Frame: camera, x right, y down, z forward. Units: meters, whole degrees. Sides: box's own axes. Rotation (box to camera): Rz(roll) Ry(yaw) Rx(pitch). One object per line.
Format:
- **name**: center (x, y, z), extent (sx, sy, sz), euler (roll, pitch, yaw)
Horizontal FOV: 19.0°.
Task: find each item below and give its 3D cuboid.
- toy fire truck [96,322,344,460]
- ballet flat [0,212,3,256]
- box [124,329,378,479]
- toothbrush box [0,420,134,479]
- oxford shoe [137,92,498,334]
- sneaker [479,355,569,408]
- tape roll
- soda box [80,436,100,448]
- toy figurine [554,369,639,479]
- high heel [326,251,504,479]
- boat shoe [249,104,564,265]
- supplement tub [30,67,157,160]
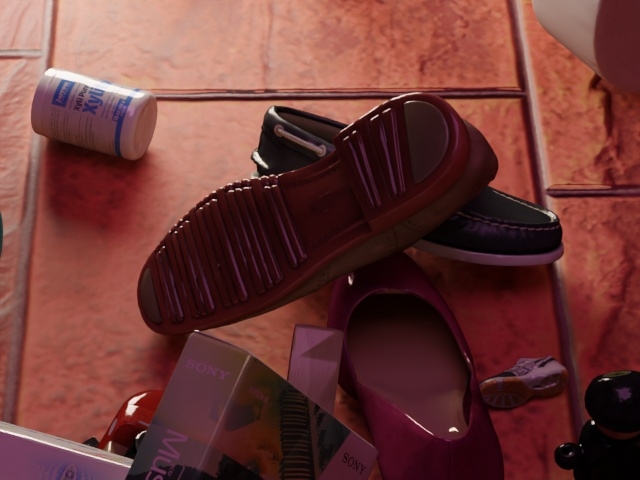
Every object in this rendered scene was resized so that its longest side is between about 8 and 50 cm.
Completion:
- **toy fire truck**: center (-0.066, 0.170, 1.510), extent (0.217, 0.158, 0.246), euler (26, 26, -12)
- **ballet flat**: center (-0.400, 0.131, 1.560), extent (0.182, 0.164, 0.483), euler (-17, 42, 24)
- **box**: center (-0.081, 0.246, 1.265), extent (0.058, 0.232, 0.322), euler (16, 76, 28)
- **toothbrush box**: center (-0.223, 0.275, 1.325), extent (0.206, 0.122, 0.283), euler (14, 84, 22)
- **oxford shoe**: center (0.000, 0.000, 1.657), extent (0.348, 0.130, 0.123), euler (-26, 63, 23)
- **sneaker**: center (0.172, 0.121, 1.656), extent (0.083, 0.032, 0.037), euler (-9, 34, -16)
- **tape roll**: center (0.343, -0.287, 1.865), extent (0.286, 0.286, 0.100), euler (-26, 52, -24)
- **soda box**: center (-0.234, 0.228, 1.526), extent (0.169, 0.053, 0.060), euler (-28, 53, -25)
- **toy figurine**: center (0.253, 0.227, 1.473), extent (0.209, 0.148, 0.213), euler (29, 52, 23)
- **high heel**: center (0.081, 0.092, 1.568), extent (0.127, 0.181, 0.377), euler (-9, 45, -9)
- **boat shoe**: center (0.081, -0.051, 1.746), extent (0.302, 0.091, 0.114), euler (13, 18, 7)
- **supplement tub**: center (-0.218, -0.122, 1.843), extent (0.107, 0.071, 0.071), euler (15, 48, 12)
